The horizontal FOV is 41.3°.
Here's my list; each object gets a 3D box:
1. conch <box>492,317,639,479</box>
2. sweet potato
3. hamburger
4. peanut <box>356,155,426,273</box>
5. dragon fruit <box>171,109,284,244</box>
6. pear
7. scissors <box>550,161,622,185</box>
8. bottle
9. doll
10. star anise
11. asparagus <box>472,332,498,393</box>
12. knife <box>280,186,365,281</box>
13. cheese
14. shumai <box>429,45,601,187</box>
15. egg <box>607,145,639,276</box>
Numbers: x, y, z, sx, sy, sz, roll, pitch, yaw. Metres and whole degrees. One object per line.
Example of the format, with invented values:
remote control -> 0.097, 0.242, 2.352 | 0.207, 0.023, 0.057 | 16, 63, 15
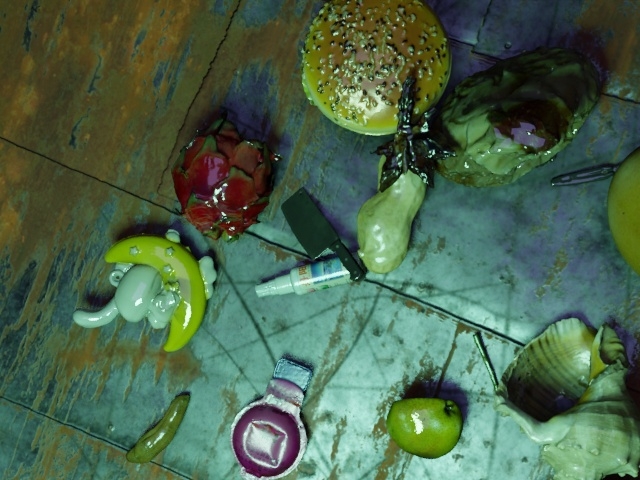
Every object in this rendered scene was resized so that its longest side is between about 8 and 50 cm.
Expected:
conch -> 0.434, 0.293, 1.483 | 0.263, 0.324, 0.186 | 20, 134, 8
sweet potato -> -0.316, 0.382, 1.688 | 0.053, 0.054, 0.182 | 41, 91, 3
hamburger -> 0.100, -0.340, 1.607 | 0.300, 0.176, 0.301 | -1, 84, 10
peanut -> 0.138, -0.065, 1.607 | 0.101, 0.117, 0.263 | 17, 86, 45
dragon fruit -> -0.188, -0.127, 1.649 | 0.192, 0.193, 0.274 | -8, 82, 37
pear -> 0.190, 0.344, 1.543 | 0.141, 0.141, 0.104 | -8, 66, 11
scissors -> 0.540, -0.128, 1.580 | 0.220, 0.017, 0.088 | -10, 84, 11
bottle -> -0.021, 0.075, 1.652 | 0.217, 0.060, 0.060 | -16, 82, 10
doll -> -0.336, 0.097, 1.691 | 0.237, 0.111, 0.252 | 26, 89, -3
star anise -> 0.172, -0.166, 1.515 | 0.157, 0.053, 0.212 | 35, 116, 18
asparagus -> 0.319, 0.252, 1.589 | 0.016, 0.016, 0.163 | -21, 83, 19
knife -> 0.000, 0.000, 1.642 | 0.072, 0.019, 0.245 | -41, 58, 7
cheese -> -0.090, 0.352, 1.639 | 0.155, 0.062, 0.244 | 20, 88, 12
shumai -> 0.333, -0.229, 1.494 | 0.346, 0.283, 0.217 | -27, 84, 12
egg -> 0.649, -0.028, 1.411 | 0.351, 0.282, 0.283 | 40, 93, 11
